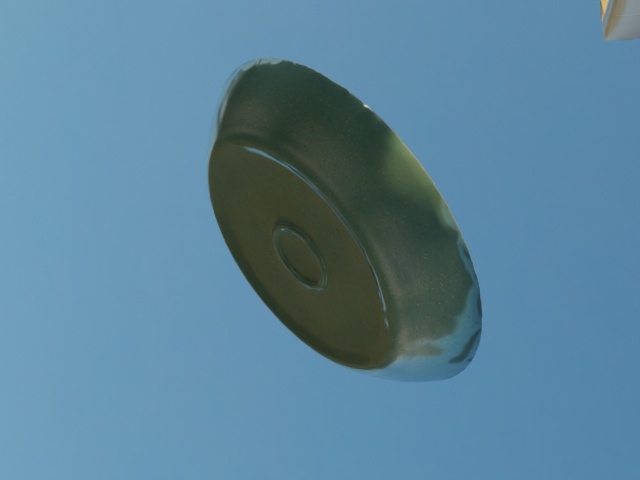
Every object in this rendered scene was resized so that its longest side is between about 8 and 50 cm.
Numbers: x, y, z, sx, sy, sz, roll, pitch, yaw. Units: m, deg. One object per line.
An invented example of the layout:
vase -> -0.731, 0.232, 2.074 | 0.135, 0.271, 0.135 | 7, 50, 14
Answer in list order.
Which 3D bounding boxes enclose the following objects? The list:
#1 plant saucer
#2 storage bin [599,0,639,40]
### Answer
plant saucer -> 0.000, 0.000, 0.508 | 0.119, 0.021, 0.119 | 38, -32, 29
storage bin -> 0.147, -0.235, 0.443 | 0.262, 0.123, 0.260 | 89, 0, -65
